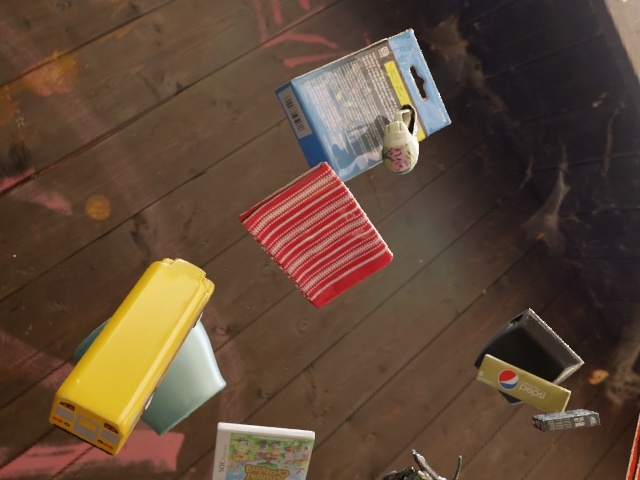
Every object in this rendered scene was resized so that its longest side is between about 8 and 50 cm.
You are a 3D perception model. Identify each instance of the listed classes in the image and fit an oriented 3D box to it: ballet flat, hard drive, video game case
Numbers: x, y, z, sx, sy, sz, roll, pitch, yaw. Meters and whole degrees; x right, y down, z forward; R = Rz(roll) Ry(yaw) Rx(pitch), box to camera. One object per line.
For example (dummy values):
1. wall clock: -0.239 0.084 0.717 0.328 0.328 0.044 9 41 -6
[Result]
1. ballet flat: 0.162 -0.217 1.277 0.222 0.076 0.079 -70 -30 -53
2. hard drive: 0.452 0.274 1.413 0.054 0.255 0.172 -33 -108 -30
3. video game case: -0.131 0.490 1.407 0.212 0.023 0.194 7 -58 -6

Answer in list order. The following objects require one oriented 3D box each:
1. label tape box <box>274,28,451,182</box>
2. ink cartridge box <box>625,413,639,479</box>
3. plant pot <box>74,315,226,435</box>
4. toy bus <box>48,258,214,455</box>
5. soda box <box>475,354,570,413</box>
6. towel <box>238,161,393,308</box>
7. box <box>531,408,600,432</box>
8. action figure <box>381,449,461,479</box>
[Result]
1. label tape box: 0.100 -0.297 1.416 0.333 0.106 0.241 -29 -79 -23
2. ink cartridge box: 0.241 0.183 0.414 0.145 0.045 0.179 -54 -49 -36
3. plant pot: -0.355 0.277 1.398 0.271 0.272 0.255 -35 -97 -22
4. toy bus: -0.266 0.148 0.948 0.108 0.130 0.333 28 -137 -3
5. soda box: 0.423 0.302 1.313 0.058 0.181 0.061 -67 -25 -1
6. towel: 0.000 0.000 1.199 0.198 0.031 0.275 -32 -54 9
7. box: 0.376 0.276 0.967 0.083 0.067 0.018 -9 -100 2
8. action figure: 0.129 0.451 1.008 0.275 0.164 0.141 -31 -42 3
